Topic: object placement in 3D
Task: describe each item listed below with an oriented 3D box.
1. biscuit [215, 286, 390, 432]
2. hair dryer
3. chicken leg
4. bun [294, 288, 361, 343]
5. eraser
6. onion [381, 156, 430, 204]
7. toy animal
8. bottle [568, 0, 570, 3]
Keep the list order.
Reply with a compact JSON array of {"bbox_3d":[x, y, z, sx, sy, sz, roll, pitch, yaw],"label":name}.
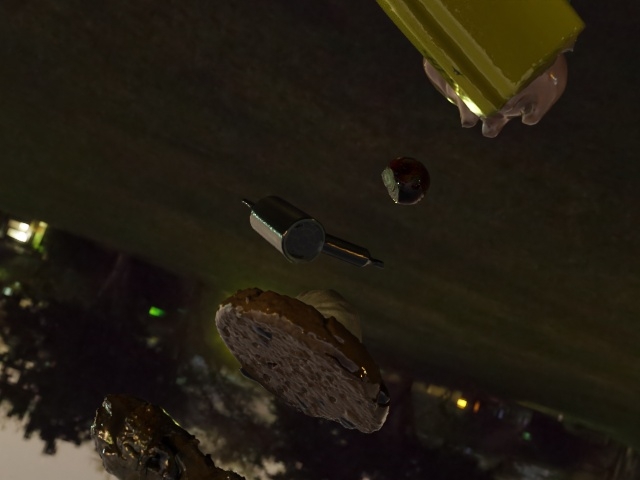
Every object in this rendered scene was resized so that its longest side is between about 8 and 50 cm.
[{"bbox_3d":[-0.023,0.167,1.238,0.296,0.075,0.296,27,151,16],"label":"biscuit"},{"bbox_3d":[0.000,0.000,1.477,0.248,0.078,0.195,24,-173,-31],"label":"hair dryer"},{"bbox_3d":[-0.141,0.213,0.820,0.198,0.085,0.069,19,166,31],"label":"chicken leg"},{"bbox_3d":[-0.024,0.201,1.829,0.231,0.231,0.133,13,161,39],"label":"bun"},{"bbox_3d":[0.176,-0.270,0.986,0.226,0.158,0.069,45,-179,-15],"label":"eraser"},{"bbox_3d":[0.211,-0.146,2.070,0.119,0.117,0.118,-13,-168,3],"label":"onion"},{"bbox_3d":[0.340,-0.341,1.681,0.237,0.269,0.326,26,165,-31],"label":"toy animal"},{"bbox_3d":[0.535,-0.663,2.070,0.093,0.330,0.093,1,137,1],"label":"bottle"}]
